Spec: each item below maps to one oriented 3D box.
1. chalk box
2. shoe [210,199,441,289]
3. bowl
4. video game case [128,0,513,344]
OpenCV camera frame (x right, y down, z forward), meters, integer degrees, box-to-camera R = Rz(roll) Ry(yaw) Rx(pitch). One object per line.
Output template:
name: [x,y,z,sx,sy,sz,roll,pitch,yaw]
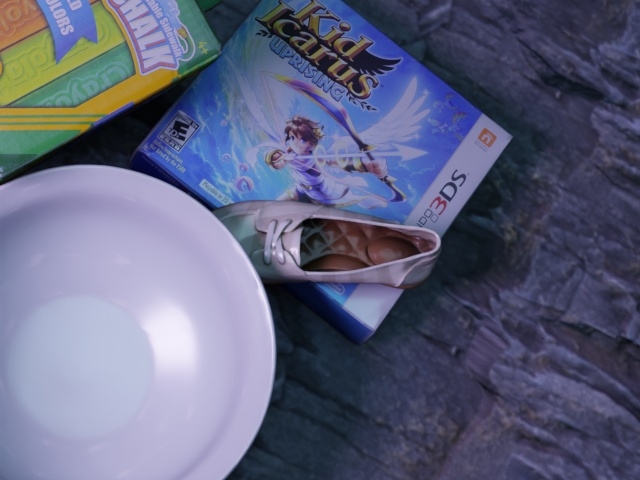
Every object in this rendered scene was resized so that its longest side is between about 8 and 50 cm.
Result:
chalk box: [-0.212,-0.183,1.358,0.289,0.179,0.180,-34,97,-22]
shoe: [0.000,0.000,1.382,0.219,0.058,0.077,5,75,-13]
bowl: [-0.194,0.097,1.322,0.297,0.134,0.298,5,74,-16]
video game case: [0.004,-0.083,1.471,0.269,0.061,0.244,38,68,-3]
